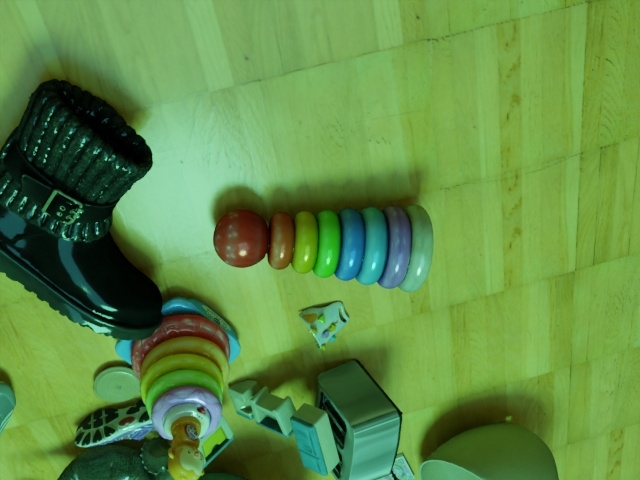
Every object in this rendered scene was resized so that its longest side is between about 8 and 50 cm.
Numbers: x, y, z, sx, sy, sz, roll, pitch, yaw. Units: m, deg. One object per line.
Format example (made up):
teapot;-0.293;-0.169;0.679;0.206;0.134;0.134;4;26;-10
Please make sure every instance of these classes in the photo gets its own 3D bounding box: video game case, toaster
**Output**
video game case;0.136;0.512;1.455;0.122;0.011;0.087;-25;124;2
toaster;0.065;0.341;1.225;0.110;0.186;0.168;-13;126;-26

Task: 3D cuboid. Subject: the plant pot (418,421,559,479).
plant pot;0.371;0.485;1.371;0.191;0.284;0.284;-41;129;-30

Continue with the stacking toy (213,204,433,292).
stacking toy;0.000;0.000;1.046;0.330;0.141;0.141;5;120;-10

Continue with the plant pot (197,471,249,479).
plant pot;-0.181;0.580;1.252;0.293;0.235;0.293;-28;134;-33

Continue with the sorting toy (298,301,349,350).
sorting toy;0.015;0.146;1.189;0.075;0.045;0.083;-36;125;-13

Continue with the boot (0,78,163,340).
boot;-0.304;-0.027;0.942;0.260;0.131;0.348;-44;120;14

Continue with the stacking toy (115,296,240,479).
stacking toy;-0.209;0.243;1.029;0.165;0.302;0.175;-37;121;10

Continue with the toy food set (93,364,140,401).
toy food set;-0.349;0.249;1.167;0.082;0.020;0.083;4;119;-16

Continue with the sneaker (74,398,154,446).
sneaker;-0.349;0.337;1.196;0.169;0.068;0.071;-14;131;-5

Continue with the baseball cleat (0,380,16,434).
baseball cleat;-0.551;0.329;1.113;0.072;0.109;0.206;9;124;-34

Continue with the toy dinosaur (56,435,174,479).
toy dinosaur;-0.374;0.433;1.219;0.313;0.121;0.161;0;83;-7

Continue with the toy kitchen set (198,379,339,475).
toy kitchen set;-0.105;0.359;1.164;0.166;0.207;0.122;-39;128;-38
